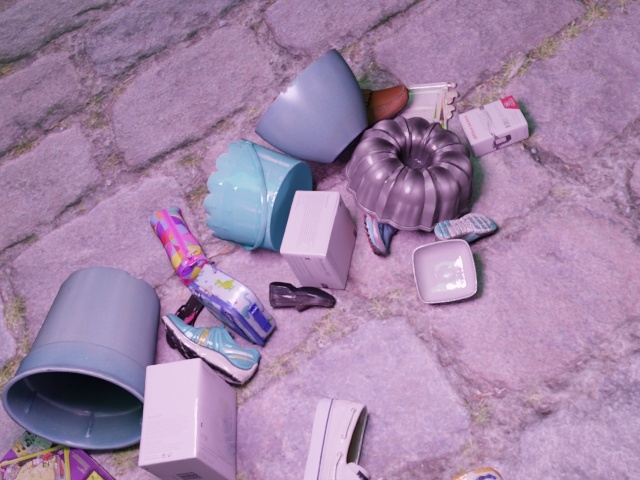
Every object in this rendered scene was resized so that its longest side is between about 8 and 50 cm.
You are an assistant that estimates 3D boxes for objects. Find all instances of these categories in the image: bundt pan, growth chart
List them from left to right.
[{"bbox_3d":[0.229,-0.185,1.918,0.330,0.124,0.331,5,51,-6],"label":"bundt pan"},{"bbox_3d":[0.279,-0.343,2.132,0.171,0.021,0.237,7,62,22],"label":"growth chart"}]

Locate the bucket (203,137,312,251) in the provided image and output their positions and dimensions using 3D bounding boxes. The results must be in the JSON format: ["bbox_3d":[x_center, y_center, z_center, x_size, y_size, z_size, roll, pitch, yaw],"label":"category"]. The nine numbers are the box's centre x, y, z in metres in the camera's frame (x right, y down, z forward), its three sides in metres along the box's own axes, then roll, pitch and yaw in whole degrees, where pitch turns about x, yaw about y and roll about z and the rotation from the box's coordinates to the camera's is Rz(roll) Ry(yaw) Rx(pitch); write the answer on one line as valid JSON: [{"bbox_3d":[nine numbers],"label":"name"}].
[{"bbox_3d":[-0.152,-0.106,1.987,0.183,0.281,0.281,16,66,20],"label":"bucket"}]

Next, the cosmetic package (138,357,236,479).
[{"bbox_3d":[-0.286,0.412,1.734,0.138,0.224,0.225,-12,57,12],"label":"cosmetic package"}]

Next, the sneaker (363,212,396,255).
[{"bbox_3d":[0.177,-0.083,1.958,0.125,0.104,0.262,-2,59,15],"label":"sneaker"}]

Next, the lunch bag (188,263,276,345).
[{"bbox_3d":[-0.205,0.157,1.866,0.176,0.219,0.090,27,72,29],"label":"lunch bag"}]

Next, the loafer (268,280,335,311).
[{"bbox_3d":[-0.047,0.146,1.929,0.170,0.062,0.061,10,102,16],"label":"loafer"}]

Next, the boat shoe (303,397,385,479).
[{"bbox_3d":[0.055,0.507,1.632,0.156,0.136,0.367,-1,50,14],"label":"boat shoe"}]

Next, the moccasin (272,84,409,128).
[{"bbox_3d":[0.054,-0.382,2.147,0.380,0.147,0.139,-3,33,20],"label":"moccasin"}]

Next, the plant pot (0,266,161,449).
[{"bbox_3d":[-0.535,0.264,1.852,0.341,0.341,0.334,-10,45,12],"label":"plant pot"}]

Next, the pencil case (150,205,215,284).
[{"bbox_3d":[-0.374,0.010,2.087,0.104,0.104,0.236,-35,55,-4],"label":"pencil case"}]

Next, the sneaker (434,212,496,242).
[{"bbox_3d":[0.345,-0.016,1.886,0.166,0.076,0.065,-9,49,-17],"label":"sneaker"}]

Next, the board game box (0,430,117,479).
[{"bbox_3d":[-0.625,0.588,1.849,0.346,0.056,0.208,30,68,31],"label":"board game box"}]

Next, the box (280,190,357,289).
[{"bbox_3d":[0.000,0.000,1.917,0.119,0.181,0.182,2,60,20],"label":"box"}]

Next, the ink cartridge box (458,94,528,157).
[{"bbox_3d":[0.447,-0.296,2.021,0.150,0.063,0.109,-20,56,6],"label":"ink cartridge box"}]

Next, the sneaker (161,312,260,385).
[{"bbox_3d":[-0.272,0.254,1.910,0.275,0.107,0.110,28,60,18],"label":"sneaker"}]

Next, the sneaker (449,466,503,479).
[{"bbox_3d":[0.236,0.556,1.541,0.296,0.112,0.131,-22,56,5],"label":"sneaker"}]

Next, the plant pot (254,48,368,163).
[{"bbox_3d":[0.004,-0.306,1.961,0.290,0.290,0.195,-44,90,-11],"label":"plant pot"}]

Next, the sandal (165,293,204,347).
[{"bbox_3d":[-0.346,0.191,2.000,0.067,0.040,0.179,18,67,25],"label":"sandal"}]

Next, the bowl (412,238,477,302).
[{"bbox_3d":[0.294,0.073,1.832,0.142,0.053,0.142,-11,82,14],"label":"bowl"}]
